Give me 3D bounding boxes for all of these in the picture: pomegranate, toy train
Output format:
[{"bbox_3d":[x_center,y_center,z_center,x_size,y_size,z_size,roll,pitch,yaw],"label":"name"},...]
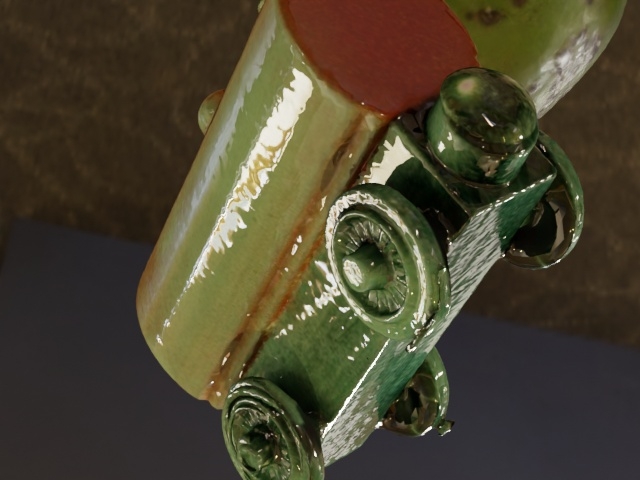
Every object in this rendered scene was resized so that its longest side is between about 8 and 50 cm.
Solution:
[{"bbox_3d":[0.057,-0.165,0.986,0.211,0.211,0.263,-21,123,23],"label":"pomegranate"},{"bbox_3d":[0.000,0.000,0.795,0.116,0.177,0.285,-26,159,-34],"label":"toy train"}]
